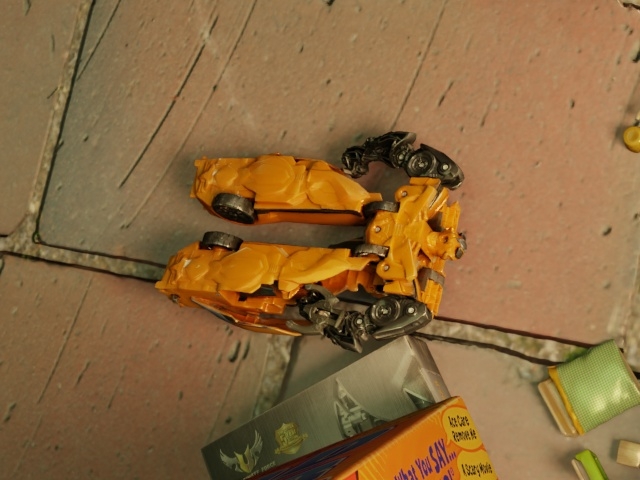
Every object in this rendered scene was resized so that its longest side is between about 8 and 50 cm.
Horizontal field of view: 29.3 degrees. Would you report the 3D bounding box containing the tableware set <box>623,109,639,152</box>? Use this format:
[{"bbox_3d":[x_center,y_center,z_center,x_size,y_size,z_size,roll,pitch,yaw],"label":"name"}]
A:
[{"bbox_3d":[0.324,-0.063,1.023,0.154,0.024,0.104,33,97,27],"label":"tableware set"}]

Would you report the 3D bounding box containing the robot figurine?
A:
[{"bbox_3d":[0.000,0.000,1.119,0.291,0.085,0.211,5,67,27],"label":"robot figurine"}]

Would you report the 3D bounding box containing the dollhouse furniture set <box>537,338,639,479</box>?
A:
[{"bbox_3d":[0.234,0.156,0.995,0.076,0.058,0.152,-32,67,16],"label":"dollhouse furniture set"}]

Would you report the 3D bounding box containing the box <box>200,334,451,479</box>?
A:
[{"bbox_3d":[0.026,0.217,1.085,0.231,0.056,0.183,-30,68,17],"label":"box"}]

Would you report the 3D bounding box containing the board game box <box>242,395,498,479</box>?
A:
[{"bbox_3d":[-0.028,0.362,0.865,0.356,0.356,0.356,-25,84,19],"label":"board game box"}]
